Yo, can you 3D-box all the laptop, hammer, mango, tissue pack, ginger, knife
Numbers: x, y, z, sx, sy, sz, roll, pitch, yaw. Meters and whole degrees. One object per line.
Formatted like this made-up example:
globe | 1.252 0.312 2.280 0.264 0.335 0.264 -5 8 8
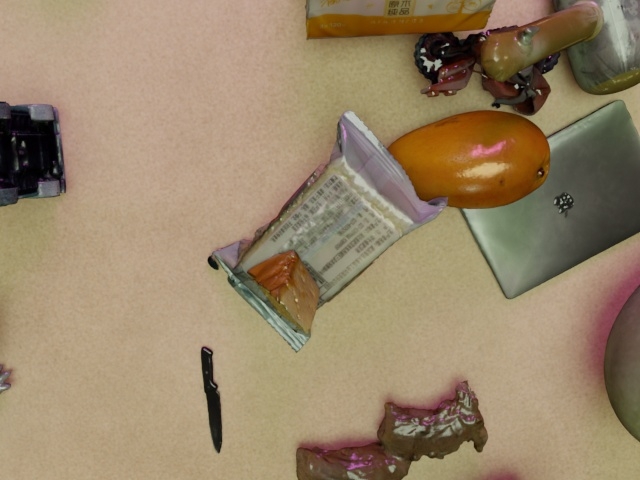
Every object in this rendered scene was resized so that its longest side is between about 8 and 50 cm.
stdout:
laptop | 0.344 -0.054 0.911 0.269 0.015 0.188 -29 99 3
hammer | 0.291 -0.255 0.772 0.305 0.113 0.202 -26 98 -34
mango | 0.187 -0.104 0.844 0.219 0.145 0.112 -3 135 15
tissue pack | 0.090 -0.353 0.774 0.225 0.124 0.185 -3 71 -1
ginger | 0.100 0.301 0.928 0.290 0.084 0.122 -23 106 3
knife | -0.159 0.238 0.949 0.023 0.010 0.170 -3 101 5

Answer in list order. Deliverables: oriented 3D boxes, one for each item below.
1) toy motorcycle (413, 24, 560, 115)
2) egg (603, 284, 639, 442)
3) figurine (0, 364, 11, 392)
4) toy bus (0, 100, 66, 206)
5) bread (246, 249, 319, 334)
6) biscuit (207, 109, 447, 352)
toy motorcycle | 0.225 -0.220 0.842 0.212 0.084 0.118 -7 96 -16
egg | 0.533 0.131 0.827 0.352 0.258 0.258 -37 98 7
figurine | -0.551 0.217 0.874 0.193 0.140 0.265 6 76 15
toy bus | -0.416 -0.102 0.764 0.147 0.256 0.128 -3 99 2
bread | -0.051 0.078 0.796 0.080 0.109 0.084 -27 111 22
biscuit | -0.004 -0.003 0.846 0.186 0.079 0.309 43 120 -3
